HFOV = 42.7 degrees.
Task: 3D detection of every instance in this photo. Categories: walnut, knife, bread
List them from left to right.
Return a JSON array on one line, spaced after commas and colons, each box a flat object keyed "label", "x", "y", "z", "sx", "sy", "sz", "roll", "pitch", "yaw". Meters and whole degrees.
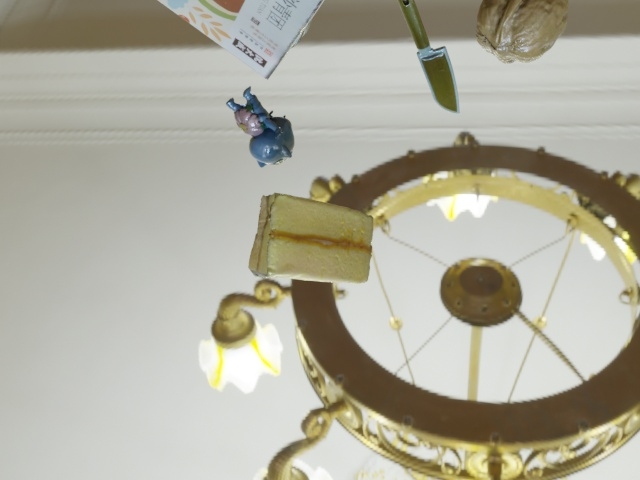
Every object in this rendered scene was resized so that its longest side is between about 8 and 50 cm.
[{"label": "bread", "x": 0.003, "y": 0.000, "z": 1.625, "sx": 0.264, "sy": 0.163, "sz": 0.168, "roll": 5, "pitch": -92, "yaw": -15}, {"label": "knife", "x": 0.231, "y": -0.377, "z": 1.678, "sx": 0.061, "sy": 0.343, "sz": 0.027, "roll": -12, "pitch": -130, "yaw": 17}, {"label": "walnut", "x": 0.452, "y": -0.503, "z": 1.828, "sx": 0.198, "sy": 0.198, "sz": 0.245, "roll": 25, "pitch": -116, "yaw": 26}]

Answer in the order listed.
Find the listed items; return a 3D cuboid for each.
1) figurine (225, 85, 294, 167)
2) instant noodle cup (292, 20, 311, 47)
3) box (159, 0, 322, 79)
[{"label": "figurine", "x": -0.121, "y": -0.255, "z": 1.789, "sx": 0.114, "sy": 0.178, "sz": 0.144, "roll": -24, "pitch": -156, "yaw": 29}, {"label": "instant noodle cup", "x": -0.110, "y": -0.585, "z": 2.156, "sx": 0.182, "sy": 0.182, "sz": 0.144, "roll": -6, "pitch": -151, "yaw": 2}, {"label": "box", "x": -0.170, "y": -0.503, "z": 1.416, "sx": 0.385, "sy": 0.344, "sz": 0.122, "roll": 35, "pitch": -113, "yaw": -10}]
